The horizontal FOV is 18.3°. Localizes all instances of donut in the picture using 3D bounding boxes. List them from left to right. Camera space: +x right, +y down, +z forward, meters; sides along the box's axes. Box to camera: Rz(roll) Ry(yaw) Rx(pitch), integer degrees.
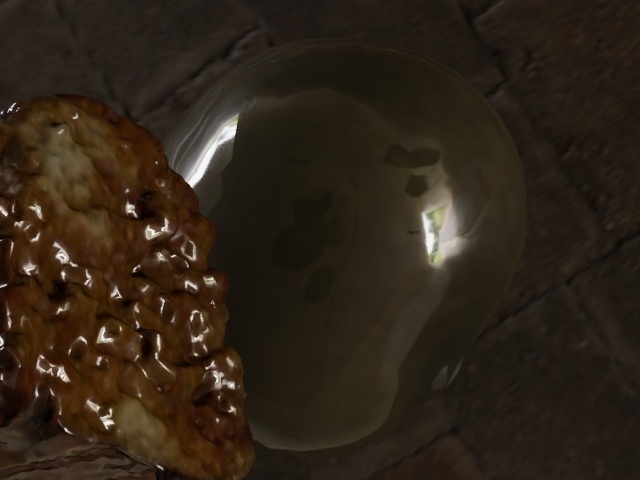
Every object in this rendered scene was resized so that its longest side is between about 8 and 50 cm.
[{"bbox_3d":[-0.134,0.031,0.563,0.187,0.144,0.126,-13,71,24],"label":"donut"}]

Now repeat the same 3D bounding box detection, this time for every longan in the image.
[{"bbox_3d":[0.000,0.000,1.022,0.196,0.196,0.220,29,101,18],"label":"longan"}]
